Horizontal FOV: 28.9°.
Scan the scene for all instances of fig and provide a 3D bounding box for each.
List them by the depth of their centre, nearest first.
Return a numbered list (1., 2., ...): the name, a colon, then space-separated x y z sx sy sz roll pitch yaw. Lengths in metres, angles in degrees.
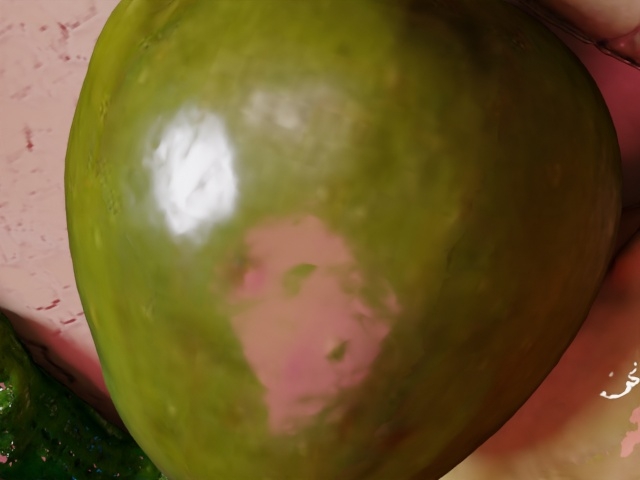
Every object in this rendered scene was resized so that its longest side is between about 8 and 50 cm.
1. fig: 0.000 0.000 0.413 0.181 0.191 0.181 12 180 0

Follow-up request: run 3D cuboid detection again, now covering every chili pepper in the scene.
1. chili pepper: -0.133 0.100 0.666 0.122 0.065 0.279 -35 126 28

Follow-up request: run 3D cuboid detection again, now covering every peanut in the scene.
1. peanut: 0.106 0.090 0.533 0.147 0.148 0.319 23 137 -13

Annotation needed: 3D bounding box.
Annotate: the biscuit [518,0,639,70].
1. biscuit: 0.094 -0.113 0.342 0.141 0.038 0.290 -25 130 39

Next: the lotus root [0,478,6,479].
1. lotus root: -0.215 0.217 0.755 0.074 0.170 0.261 31 160 35
